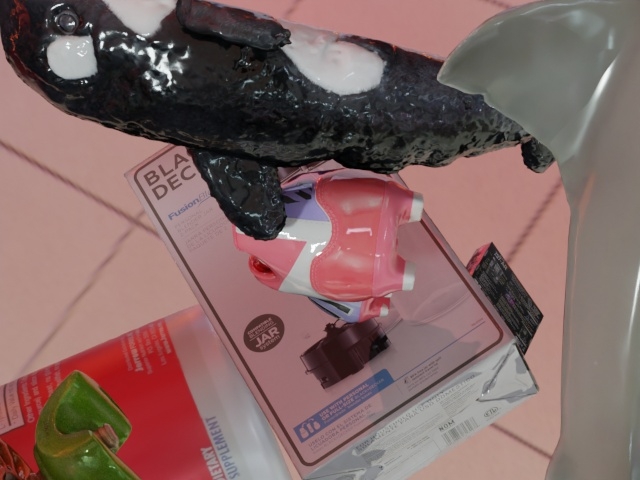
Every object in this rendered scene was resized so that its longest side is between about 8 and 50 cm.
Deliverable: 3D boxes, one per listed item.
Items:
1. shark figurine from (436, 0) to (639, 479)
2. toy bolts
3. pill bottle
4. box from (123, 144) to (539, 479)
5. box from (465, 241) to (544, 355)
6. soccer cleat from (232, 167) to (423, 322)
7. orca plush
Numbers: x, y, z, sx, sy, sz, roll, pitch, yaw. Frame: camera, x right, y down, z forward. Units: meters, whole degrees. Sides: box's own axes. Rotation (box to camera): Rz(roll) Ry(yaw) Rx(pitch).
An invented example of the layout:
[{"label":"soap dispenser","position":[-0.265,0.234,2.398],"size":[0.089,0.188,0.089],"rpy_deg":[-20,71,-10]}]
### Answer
[{"label":"shark figurine","position":[0.078,-0.001,0.406],"size":[0.166,0.116,0.278],"rpy_deg":[20,91,66]},{"label":"toy bolts","position":[-0.154,0.238,1.038],"size":[0.158,0.218,0.228],"rpy_deg":[-36,30,5]},{"label":"pill bottle","position":[-0.241,0.234,1.493],"size":[0.407,0.229,0.229],"rpy_deg":[-23,56,-4]},{"label":"box","position":[0.001,0.026,1.109],"size":[0.169,0.087,0.290],"rpy_deg":[-32,56,0]},{"label":"box","position":[0.152,0.052,1.356],"size":[0.018,0.083,0.067],"rpy_deg":[-28,15,34]},{"label":"soccer cleat","position":[0.000,0.000,0.877],"size":[0.095,0.248,0.083],"rpy_deg":[9,87,-2]},{"label":"orca plush","position":[-0.015,-0.051,0.763],"size":[0.151,0.287,0.102],"rpy_deg":[23,103,64]}]
